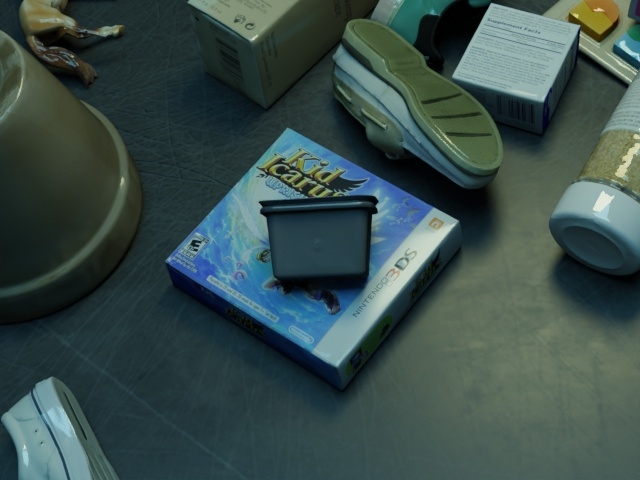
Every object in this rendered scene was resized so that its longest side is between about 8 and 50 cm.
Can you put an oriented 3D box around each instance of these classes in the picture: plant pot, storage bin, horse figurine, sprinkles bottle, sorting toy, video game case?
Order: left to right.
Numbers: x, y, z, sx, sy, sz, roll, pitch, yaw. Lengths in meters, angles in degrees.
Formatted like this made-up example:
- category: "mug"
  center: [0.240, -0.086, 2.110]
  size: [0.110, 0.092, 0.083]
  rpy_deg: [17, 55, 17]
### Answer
- category: "plant pot"
  center: [-0.401, -0.103, 1.723]
  size: [0.323, 0.280, 0.323]
  rpy_deg: [-3, 58, 6]
- category: "horse figurine"
  center: [-0.359, -0.331, 2.006]
  size: [0.174, 0.066, 0.263]
  rpy_deg: [-1, 54, 1]
- category: "video game case"
  center: [-0.008, 0.014, 1.725]
  size: [0.269, 0.061, 0.244]
  rpy_deg: [30, 64, 25]
- category: "storage bin"
  center: [0.000, 0.000, 1.649]
  size: [0.135, 0.098, 0.091]
  rpy_deg: [-2, 84, 7]
- category: "sorting toy"
  center: [0.423, -0.299, 1.887]
  size: [0.193, 0.038, 0.208]
  rpy_deg: [-41, 60, -18]
- category: "sprinkles bottle"
  center: [0.405, -0.129, 1.712]
  size: [0.121, 0.121, 0.355]
  rpy_deg: [25, 67, 22]

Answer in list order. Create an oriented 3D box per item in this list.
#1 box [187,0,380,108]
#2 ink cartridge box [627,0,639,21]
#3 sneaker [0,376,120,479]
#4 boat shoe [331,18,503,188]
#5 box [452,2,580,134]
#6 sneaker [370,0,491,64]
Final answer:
- category: "box"
  center: [-0.021, -0.341, 1.916]
  size: [0.121, 0.148, 0.311]
  rpy_deg: [34, 68, 25]
- category: "ink cartridge box"
  center: [0.483, -0.348, 1.713]
  size: [0.185, 0.311, 0.065]
  rpy_deg: [22, 64, 13]
- category: "sneaker"
  center: [-0.279, 0.274, 1.585]
  size: [0.091, 0.094, 0.258]
  rpy_deg: [-36, 53, 5]
- category: "boat shoe"
  center: [0.118, -0.153, 1.793]
  size: [0.113, 0.103, 0.302]
  rpy_deg: [-5, 43, -36]
- category: "box"
  center: [0.252, -0.222, 1.839]
  size: [0.126, 0.072, 0.137]
  rpy_deg: [18, 61, 20]
- category: "sneaker"
  center: [0.197, -0.367, 1.894]
  size: [0.121, 0.108, 0.302]
  rpy_deg: [36, 96, 17]
